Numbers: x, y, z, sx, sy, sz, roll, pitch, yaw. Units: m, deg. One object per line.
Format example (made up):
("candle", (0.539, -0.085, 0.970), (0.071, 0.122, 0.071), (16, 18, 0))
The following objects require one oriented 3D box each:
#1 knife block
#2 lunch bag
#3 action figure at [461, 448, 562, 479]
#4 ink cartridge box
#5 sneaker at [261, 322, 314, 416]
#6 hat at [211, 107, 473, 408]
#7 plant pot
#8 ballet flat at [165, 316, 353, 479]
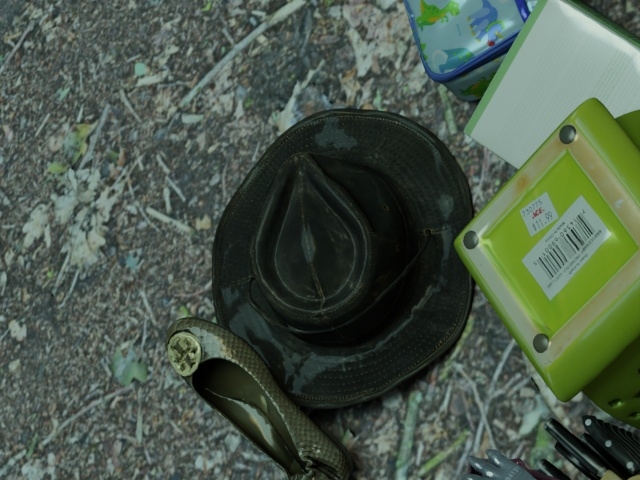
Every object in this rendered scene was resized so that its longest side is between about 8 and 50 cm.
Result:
("knife block", (0.271, 0.288, 1.702), (0.242, 0.088, 0.275), (-18, 63, 35))
("lunch bag", (0.174, -0.273, 1.999), (0.176, 0.090, 0.219), (-26, 59, 24))
("action figure", (0.193, 0.358, 1.642), (0.276, 0.370, 0.248), (6, 36, 10))
("ink cartridge box", (0.277, -0.115, 1.858), (0.235, 0.056, 0.171), (36, 110, 18))
("sneaker", (-0.024, 0.148, 2.034), (0.075, 0.057, 0.161), (3, 73, 23))
("hat", (0.000, 0.000, 1.969), (0.331, 0.134, 0.331), (-8, 69, 22))
("plant pot", (0.270, 0.017, 1.697), (0.228, 0.207, 0.227), (-48, 55, 25))
("ballet flat", (-0.071, 0.175, 1.968), (0.250, 0.058, 0.084), (43, 127, 9))
